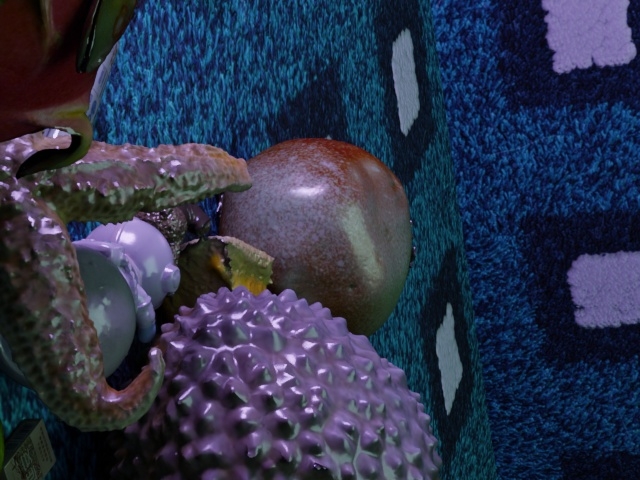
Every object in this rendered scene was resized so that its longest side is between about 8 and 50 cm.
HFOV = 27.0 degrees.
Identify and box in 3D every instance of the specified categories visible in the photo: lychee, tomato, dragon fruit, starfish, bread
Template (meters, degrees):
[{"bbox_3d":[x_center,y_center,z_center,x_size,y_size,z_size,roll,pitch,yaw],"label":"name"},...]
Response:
[{"bbox_3d":[-0.057,0.252,1.457,0.432,0.380,0.380,59,31,-30],"label":"lychee"},{"bbox_3d":[0.000,0.000,1.848,0.303,0.239,0.304,-4,90,-68],"label":"tomato"},{"bbox_3d":[-0.280,-0.158,0.975,0.305,0.305,0.226,35,62,-67],"label":"dragon fruit"},{"bbox_3d":[-0.221,-0.055,1.201,0.082,0.324,0.432,-50,-160,51],"label":"starfish"},{"bbox_3d":[-0.124,0.087,1.620,0.169,0.140,0.160,31,47,-64],"label":"bread"}]

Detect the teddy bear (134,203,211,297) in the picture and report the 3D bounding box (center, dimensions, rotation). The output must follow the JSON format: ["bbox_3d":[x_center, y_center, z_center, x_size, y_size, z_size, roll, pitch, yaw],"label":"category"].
[{"bbox_3d":[-0.182,-0.026,1.519,0.078,0.119,0.160,-49,-159,48],"label":"teddy bear"}]

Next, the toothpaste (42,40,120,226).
[{"bbox_3d":[-0.257,-0.135,1.401,0.069,0.047,0.268,93,7,-61],"label":"toothpaste"}]

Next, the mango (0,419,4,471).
[{"bbox_3d":[-0.315,0.177,1.100,0.178,0.100,0.119,-73,152,-63],"label":"mango"}]

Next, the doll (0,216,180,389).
[{"bbox_3d":[-0.226,0.050,1.330,0.287,0.150,0.151,-50,135,-69],"label":"doll"}]

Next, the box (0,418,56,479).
[{"bbox_3d":[-0.289,0.216,1.288,0.083,0.024,0.053,-64,146,-58],"label":"box"}]
